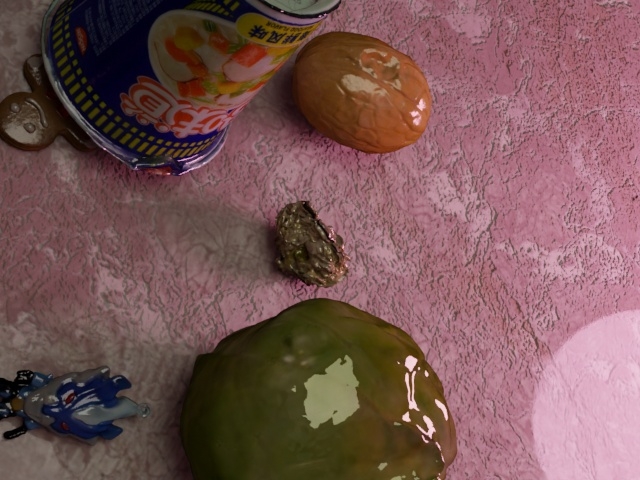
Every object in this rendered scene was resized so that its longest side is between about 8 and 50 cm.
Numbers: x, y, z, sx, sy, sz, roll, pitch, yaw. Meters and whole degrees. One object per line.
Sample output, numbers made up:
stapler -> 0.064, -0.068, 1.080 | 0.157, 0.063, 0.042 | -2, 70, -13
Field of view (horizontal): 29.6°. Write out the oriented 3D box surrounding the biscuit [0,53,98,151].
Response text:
biscuit -> -0.307, -0.175, 1.494 | 0.205, 0.031, 0.138 | -33, 92, -32

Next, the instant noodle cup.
instant noodle cup -> -0.135, -0.267, 1.425 | 0.284, 0.312, 0.284 | 20, 56, -32

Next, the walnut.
walnut -> 0.054, -0.200, 1.637 | 0.206, 0.159, 0.159 | 19, 66, -24

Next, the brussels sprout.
brussels sprout -> -0.008, 0.217, 1.421 | 0.328, 0.247, 0.328 | -1, 92, -24

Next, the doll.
doll -> -0.286, 0.185, 1.372 | 0.195, 0.070, 0.096 | 7, 101, -25

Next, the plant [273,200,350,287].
plant -> 0.000, 0.000, 1.581 | 0.122, 0.104, 0.117 | -23, 110, -57
